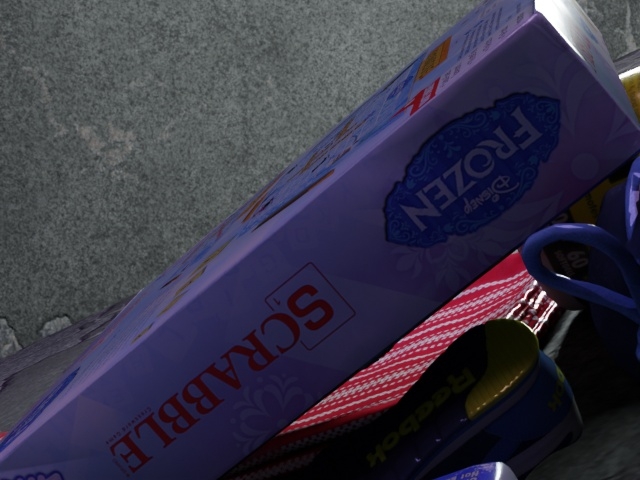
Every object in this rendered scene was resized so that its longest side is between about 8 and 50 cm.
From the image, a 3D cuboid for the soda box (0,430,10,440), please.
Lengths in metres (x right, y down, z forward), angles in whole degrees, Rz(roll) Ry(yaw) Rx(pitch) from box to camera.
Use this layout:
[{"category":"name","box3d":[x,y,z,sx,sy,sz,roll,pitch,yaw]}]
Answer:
[{"category":"soda box","box3d":[-0.258,0.183,0.834,0.092,0.083,0.263,-29,6,-40]}]

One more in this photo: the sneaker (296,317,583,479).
[{"category":"sneaker","box3d":[0.042,0.095,0.528,0.144,0.059,0.053,-39,33,15]}]

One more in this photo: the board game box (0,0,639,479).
[{"category":"board game box","box3d":[0.000,0.000,0.647,0.318,0.066,0.319,-39,6,17]}]

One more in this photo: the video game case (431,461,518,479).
[{"category":"video game case","box3d":[-0.077,0.162,0.335,0.269,0.061,0.244,-23,7,16]}]

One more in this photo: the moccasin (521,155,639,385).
[{"category":"moccasin","box3d":[0.150,0.023,0.447,0.117,0.138,0.342,-28,-10,17]}]

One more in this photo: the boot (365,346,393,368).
[{"category":"boot","box3d":[-0.011,0.065,0.805,0.121,0.045,0.099,-31,5,-4]}]

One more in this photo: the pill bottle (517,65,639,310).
[{"category":"pill bottle","box3d":[0.212,-0.048,0.746,0.208,0.119,0.119,-23,6,25]}]

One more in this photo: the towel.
[{"category":"towel","box3d":[0.054,0.067,0.828,0.199,0.031,0.275,-23,6,29]}]
